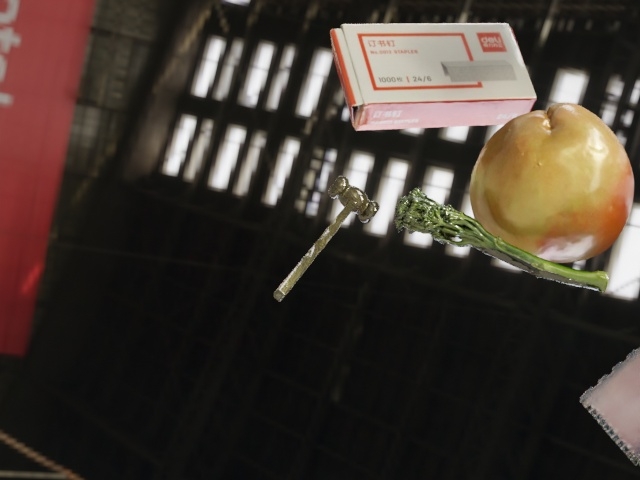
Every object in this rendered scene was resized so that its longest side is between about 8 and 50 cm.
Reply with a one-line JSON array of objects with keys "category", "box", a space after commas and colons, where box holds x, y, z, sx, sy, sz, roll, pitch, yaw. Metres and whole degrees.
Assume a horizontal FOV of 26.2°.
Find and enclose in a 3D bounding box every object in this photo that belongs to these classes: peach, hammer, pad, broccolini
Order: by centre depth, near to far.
[{"category": "pad", "box": [0.377, 0.099, 1.341, 0.269, 0.012, 0.269, -42, -175, 6]}, {"category": "hammer", "box": [0.000, 0.000, 1.402, 0.029, 0.058, 0.292, -54, 178, 26]}, {"category": "broccolini", "box": [0.189, 0.004, 1.448, 0.239, 0.051, 0.054, 21, -94, 13]}, {"category": "peach", "box": [0.253, -0.061, 1.500, 0.184, 0.184, 0.184, -18, -113, 53]}]

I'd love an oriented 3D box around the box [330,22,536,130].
[{"category": "box", "box": [0.127, -0.192, 1.592, 0.050, 0.229, 0.123, 112, -30, -52]}]
